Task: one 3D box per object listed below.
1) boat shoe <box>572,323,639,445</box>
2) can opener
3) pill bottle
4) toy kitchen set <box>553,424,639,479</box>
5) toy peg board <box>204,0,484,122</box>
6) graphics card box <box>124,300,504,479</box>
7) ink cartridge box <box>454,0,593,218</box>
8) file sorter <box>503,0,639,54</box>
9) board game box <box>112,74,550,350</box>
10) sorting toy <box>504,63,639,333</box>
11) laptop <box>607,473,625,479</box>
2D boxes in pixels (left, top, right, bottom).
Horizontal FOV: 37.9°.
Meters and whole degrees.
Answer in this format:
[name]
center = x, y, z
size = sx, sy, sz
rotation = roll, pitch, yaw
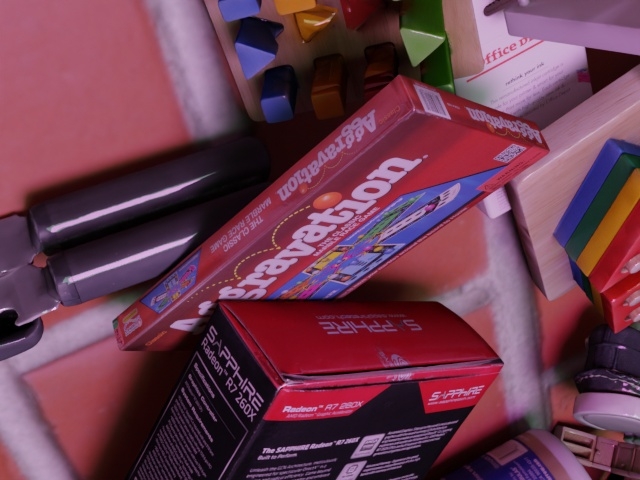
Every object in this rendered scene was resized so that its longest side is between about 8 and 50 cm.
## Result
[boat shoe]
center = 0.345, 0.160, 0.934
size = 0.302, 0.114, 0.091
rotation = 32, 64, -52
[can opener]
center = -0.160, 0.014, 0.629
size = 0.283, 0.076, 0.095
rotation = -20, 159, -14
[pill bottle]
center = 0.138, 0.306, 0.894
size = 0.264, 0.153, 0.153
rotation = -27, 128, -7
[toy kitchen set]
center = 0.283, 0.231, 0.935
size = 0.075, 0.083, 0.068
rotation = 18, 79, -15
[toy peg board]
center = 0.007, -0.138, 0.551
size = 0.160, 0.079, 0.161
rotation = -11, 128, 12
[graphics card box]
center = -0.043, 0.209, 0.732
size = 0.232, 0.094, 0.371
rotation = 2, 125, -44
[ink cartridge box]
center = 0.133, -0.118, 0.676
size = 0.104, 0.061, 0.181
rotation = -29, 128, -7
[file sorter]
center = 0.248, -0.248, 0.525
size = 0.277, 0.192, 0.173
rotation = -39, 127, -21
[board game box]
center = 0.000, 0.000, 0.612
size = 0.145, 0.027, 0.281
rotation = 8, 143, -46
[sorting toy]
center = 0.282, -0.046, 0.710
size = 0.257, 0.089, 0.255
rotation = -34, 152, 3
[laptop]
center = 0.352, 0.370, 1.050
size = 0.264, 0.136, 0.234
rotation = 9, 116, -30
